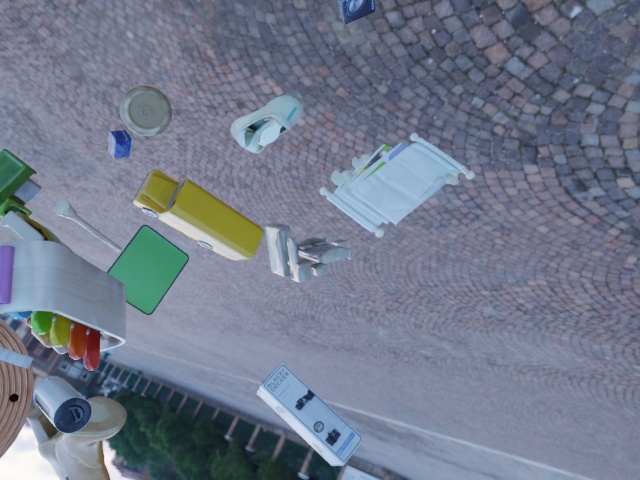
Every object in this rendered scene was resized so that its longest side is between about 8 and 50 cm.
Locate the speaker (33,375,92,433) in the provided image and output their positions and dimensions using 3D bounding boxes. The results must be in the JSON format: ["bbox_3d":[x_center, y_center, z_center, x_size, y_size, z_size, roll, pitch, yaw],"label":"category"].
[{"bbox_3d":[-0.410,0.258,0.791,0.136,0.055,0.055,4,149,49],"label":"speaker"}]

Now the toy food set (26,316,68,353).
[{"bbox_3d":[-0.675,0.234,1.381,0.104,0.232,0.111,31,121,23],"label":"toy food set"}]

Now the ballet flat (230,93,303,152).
[{"bbox_3d":[-0.127,-0.228,1.044,0.086,0.086,0.248,36,153,-24],"label":"ballet flat"}]

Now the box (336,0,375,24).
[{"bbox_3d":[0.059,-0.422,0.850,0.018,0.067,0.083,50,161,38],"label":"box"}]

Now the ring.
[{"bbox_3d":[-0.674,0.264,0.841,0.336,0.337,0.032,31,158,-14],"label":"ring"}]

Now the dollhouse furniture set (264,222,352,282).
[{"bbox_3d":[0.000,0.000,1.787,0.303,0.355,0.174,15,115,59],"label":"dollhouse furniture set"}]

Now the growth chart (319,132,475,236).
[{"bbox_3d":[0.132,-0.109,0.896,0.172,0.237,0.021,48,164,29],"label":"growth chart"}]

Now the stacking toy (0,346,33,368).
[{"bbox_3d":[-0.446,0.215,0.627,0.052,0.167,0.221,23,158,-11],"label":"stacking toy"}]

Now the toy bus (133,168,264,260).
[{"bbox_3d":[-0.325,-0.065,1.353,0.332,0.108,0.130,35,155,-32],"label":"toy bus"}]

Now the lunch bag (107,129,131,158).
[{"bbox_3d":[-0.691,-0.329,1.725,0.067,0.065,0.098,50,135,27],"label":"lunch bag"}]

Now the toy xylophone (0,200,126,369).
[{"bbox_3d":[-0.437,0.081,0.892,0.081,0.236,0.323,-12,148,3],"label":"toy xylophone"}]

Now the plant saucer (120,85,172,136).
[{"bbox_3d":[-0.292,-0.216,0.836,0.083,0.083,0.015,36,-179,-23],"label":"plant saucer"}]

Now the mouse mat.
[{"bbox_3d":[-0.439,0.074,1.262,0.152,0.190,0.007,42,154,-25],"label":"mouse mat"}]

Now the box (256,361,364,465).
[{"bbox_3d":[-0.036,0.468,1.341,0.290,0.087,0.169,40,155,10],"label":"box"}]

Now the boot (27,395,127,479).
[{"bbox_3d":[-0.499,0.457,1.093,0.295,0.104,0.211,-8,111,27],"label":"boot"}]

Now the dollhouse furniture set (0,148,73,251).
[{"bbox_3d":[-0.728,-0.068,1.312,0.301,0.151,0.197,34,166,17],"label":"dollhouse furniture set"}]
